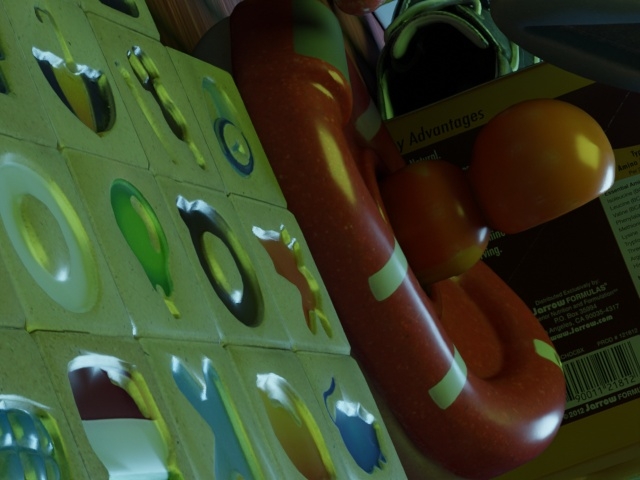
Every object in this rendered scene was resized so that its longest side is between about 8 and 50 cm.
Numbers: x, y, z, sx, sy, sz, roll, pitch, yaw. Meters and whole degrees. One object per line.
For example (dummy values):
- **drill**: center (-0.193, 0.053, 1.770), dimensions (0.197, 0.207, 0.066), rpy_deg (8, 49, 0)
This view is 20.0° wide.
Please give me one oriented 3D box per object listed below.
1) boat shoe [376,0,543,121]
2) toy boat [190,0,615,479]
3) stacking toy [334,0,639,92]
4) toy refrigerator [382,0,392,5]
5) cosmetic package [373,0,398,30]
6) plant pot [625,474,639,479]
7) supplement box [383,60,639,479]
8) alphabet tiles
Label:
- **boat shoe**: center (0.099, -0.115, 1.264), dimensions (0.335, 0.121, 0.119), rpy_deg (-96, 164, -51)
- **toy boat**: center (0.051, -0.008, 0.752), dimensions (0.151, 0.151, 0.231), rpy_deg (-97, 160, -54)
- **stacking toy**: center (0.042, -0.131, 0.794), dimensions (0.309, 0.279, 0.130), rpy_deg (21, 81, -30)
- **toy refrigerator**: center (0.012, -0.296, 1.204), dimensions (0.102, 0.094, 0.269), rpy_deg (-114, -179, -53)
- **cosmetic package**: center (0.078, -0.238, 1.434), dimensions (0.231, 0.117, 0.085), rpy_deg (46, 24, -58)
- **plant pot**: center (0.236, 0.061, 1.325), dimensions (0.227, 0.228, 0.207), rpy_deg (2, 71, -78)
- **supplement box**: center (0.129, 0.021, 0.926), dimensions (0.129, 0.191, 0.194), rpy_deg (58, 12, -73)
- **alphabet tiles**: center (-0.042, 0.030, 0.507), dimensions (0.342, 0.011, 0.285), rpy_deg (66, 16, 13)
